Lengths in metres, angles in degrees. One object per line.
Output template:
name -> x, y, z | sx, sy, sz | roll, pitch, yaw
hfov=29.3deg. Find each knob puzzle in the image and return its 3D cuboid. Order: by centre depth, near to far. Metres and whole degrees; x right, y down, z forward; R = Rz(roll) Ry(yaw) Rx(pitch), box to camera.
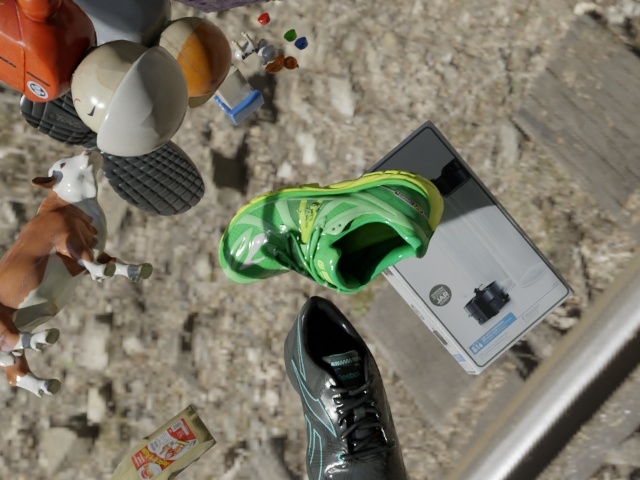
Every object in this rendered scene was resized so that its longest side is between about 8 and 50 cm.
knob puzzle -> -0.255, 0.352, 1.915 | 0.213, 0.213, 0.030 | -12, 119, 46

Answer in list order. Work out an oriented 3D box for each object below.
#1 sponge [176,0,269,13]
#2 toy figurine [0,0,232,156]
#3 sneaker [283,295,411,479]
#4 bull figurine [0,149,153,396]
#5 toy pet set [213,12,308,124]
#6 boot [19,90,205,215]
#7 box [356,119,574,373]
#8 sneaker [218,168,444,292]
sponge -> -0.121, -0.234, 1.024 | 0.117, 0.210, 0.031 | 1, 85, 37
toy figurine -> -0.085, -0.163, 0.653 | 0.148, 0.209, 0.213 | 31, 106, 1
sneaker -> 0.024, 0.178, 1.250 | 0.106, 0.101, 0.267 | 98, 152, -56
bull figurine -> -0.331, 0.038, 1.515 | 0.188, 0.101, 0.310 | 29, 80, 34
toy pet set -> -0.065, -0.186, 1.386 | 0.114, 0.065, 0.122 | -40, 34, -3
boot -> -0.293, -0.198, 1.761 | 0.118, 0.338, 0.222 | -30, 44, 17
box -> 0.164, 0.011, 1.575 | 0.169, 0.087, 0.290 | -39, 86, -4
sneaker -> 0.000, 0.000, 1.442 | 0.295, 0.109, 0.123 | -16, 41, 26
